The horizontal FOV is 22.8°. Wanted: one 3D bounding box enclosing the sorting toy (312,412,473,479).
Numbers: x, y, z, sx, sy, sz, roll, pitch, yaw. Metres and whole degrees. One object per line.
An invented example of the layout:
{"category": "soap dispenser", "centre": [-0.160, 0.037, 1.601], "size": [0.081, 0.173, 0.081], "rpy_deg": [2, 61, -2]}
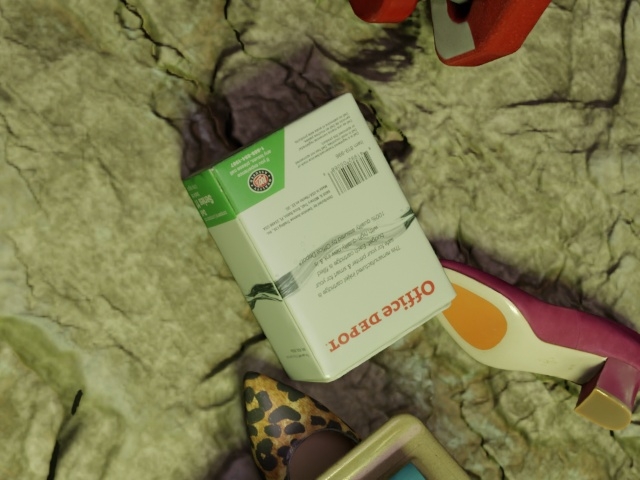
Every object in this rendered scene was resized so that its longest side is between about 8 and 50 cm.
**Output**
{"category": "sorting toy", "centre": [0.021, 0.306, 1.233], "size": [0.307, 0.041, 0.229], "rpy_deg": [-38, 66, -7]}

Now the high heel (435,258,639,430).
{"category": "high heel", "centre": [0.205, 0.071, 1.485], "size": [0.244, 0.082, 0.117], "rpy_deg": [31, 41, -3]}

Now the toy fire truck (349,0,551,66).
{"category": "toy fire truck", "centre": [0.141, -0.314, 1.383], "size": [0.169, 0.254, 0.302], "rpy_deg": [-4, 86, -23]}

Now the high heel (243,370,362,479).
{"category": "high heel", "centre": [0.039, 0.211, 1.323], "size": [0.093, 0.186, 0.261], "rpy_deg": [-39, 100, -21]}

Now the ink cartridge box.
{"category": "ink cartridge box", "centre": [0.000, 0.000, 1.382], "size": [0.153, 0.087, 0.208], "rpy_deg": [-30, 96, -23]}
